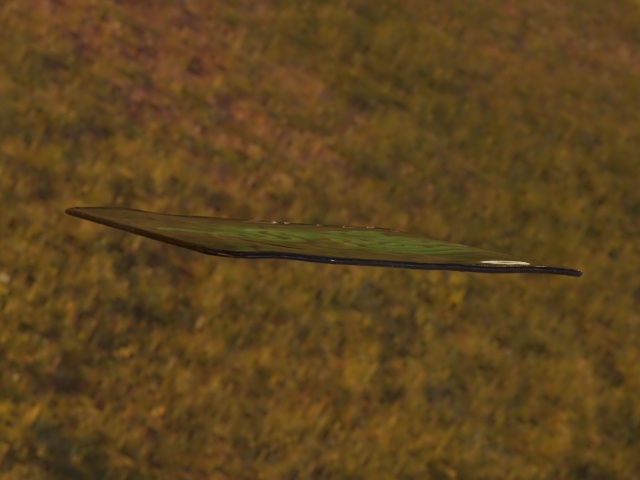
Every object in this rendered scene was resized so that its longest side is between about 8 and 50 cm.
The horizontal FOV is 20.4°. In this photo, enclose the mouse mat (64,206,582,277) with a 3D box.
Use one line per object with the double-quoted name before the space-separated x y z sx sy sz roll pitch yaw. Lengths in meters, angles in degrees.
"mouse mat" 0.000 0.000 0.778 0.190 0.007 0.153 5 5 -33
